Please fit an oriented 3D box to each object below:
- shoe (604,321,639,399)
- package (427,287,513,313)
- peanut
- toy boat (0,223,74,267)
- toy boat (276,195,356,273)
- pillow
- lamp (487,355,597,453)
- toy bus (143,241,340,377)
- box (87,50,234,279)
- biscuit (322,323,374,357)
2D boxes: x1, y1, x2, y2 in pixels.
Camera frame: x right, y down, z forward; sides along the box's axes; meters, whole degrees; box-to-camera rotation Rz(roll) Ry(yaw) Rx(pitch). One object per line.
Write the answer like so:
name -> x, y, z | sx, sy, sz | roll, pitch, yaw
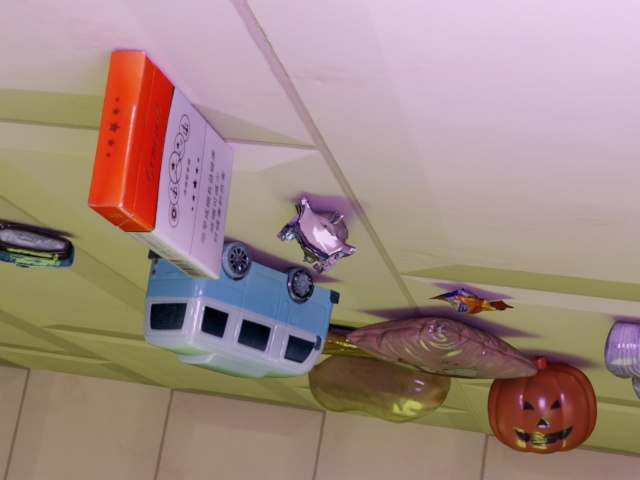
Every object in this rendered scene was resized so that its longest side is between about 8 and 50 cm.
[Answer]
shoe -> 0.509, 0.181, 1.669 | 0.137, 0.095, 0.245 | 2, 158, 38
package -> 0.207, 0.087, 1.617 | 0.110, 0.033, 0.077 | 13, 157, -35
peanut -> 0.114, 0.287, 2.273 | 0.318, 0.148, 0.147 | -6, 160, 37
toy boat -> -0.424, 0.013, 1.685 | 0.137, 0.060, 0.061 | 9, 145, -11
toy boat -> 0.000, 0.000, 1.358 | 0.084, 0.066, 0.210 | 42, 177, 4
pillow -> 0.195, 0.174, 1.870 | 0.236, 0.084, 0.223 | 22, 164, -33
lamp -> 0.384, 0.280, 2.027 | 0.187, 0.164, 0.187 | -3, -172, 0
toy bus -> -0.111, 0.106, 1.628 | 0.133, 0.165, 0.271 | -4, 161, 44
box -> -0.135, -0.058, 1.043 | 0.035, 0.139, 0.245 | 2, 166, 16
biscuit -> 0.036, 0.191, 2.141 | 0.260, 0.041, 0.203 | 3, 165, 31
